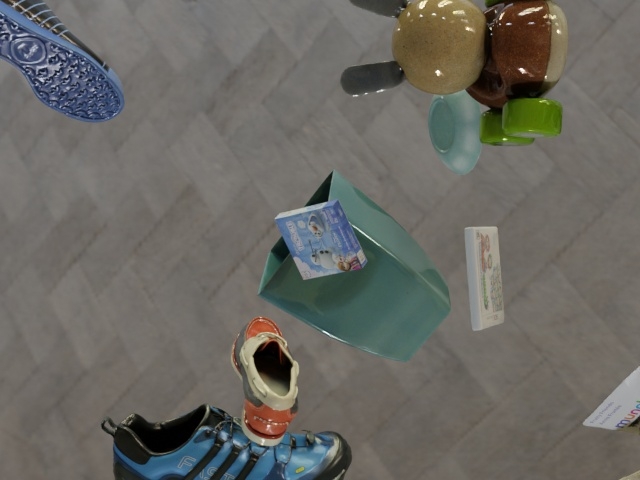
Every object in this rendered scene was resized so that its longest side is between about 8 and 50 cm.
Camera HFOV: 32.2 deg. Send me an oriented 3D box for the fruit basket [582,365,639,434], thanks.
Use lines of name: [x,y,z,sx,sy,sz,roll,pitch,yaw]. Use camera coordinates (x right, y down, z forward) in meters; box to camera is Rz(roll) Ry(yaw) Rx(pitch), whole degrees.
fruit basket: [0.606,0.218,1.573,0.327,0.353,0.165,121,151,-44]

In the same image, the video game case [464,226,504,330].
video game case: [0.259,0.057,1.742,0.019,0.143,0.157,-5,89,24]

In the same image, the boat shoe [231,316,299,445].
boat shoe: [-0.039,0.094,0.829,0.137,0.049,0.043,-98,23,-61]

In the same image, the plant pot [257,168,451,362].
plant pot: [0.060,0.051,1.559,0.234,0.166,0.165,35,109,-9]

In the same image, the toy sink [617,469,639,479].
toy sink: [0.515,0.434,1.719,0.131,0.234,0.153,-38,70,31]

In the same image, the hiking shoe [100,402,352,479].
hiking shoe: [-0.110,0.265,1.369,0.113,0.304,0.132,-113,18,-63]

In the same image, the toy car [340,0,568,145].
toy car: [0.111,-0.170,0.978,0.188,0.149,0.155,3,89,-7]

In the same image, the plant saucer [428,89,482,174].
plant saucer: [0.248,-0.221,2.129,0.195,0.037,0.195,172,90,-68]

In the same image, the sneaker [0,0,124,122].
sneaker: [-0.292,-0.212,1.132,0.081,0.232,0.090,-31,44,25]

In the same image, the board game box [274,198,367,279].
board game box: [0.000,0.000,1.367,0.090,0.020,0.090,-12,113,35]
